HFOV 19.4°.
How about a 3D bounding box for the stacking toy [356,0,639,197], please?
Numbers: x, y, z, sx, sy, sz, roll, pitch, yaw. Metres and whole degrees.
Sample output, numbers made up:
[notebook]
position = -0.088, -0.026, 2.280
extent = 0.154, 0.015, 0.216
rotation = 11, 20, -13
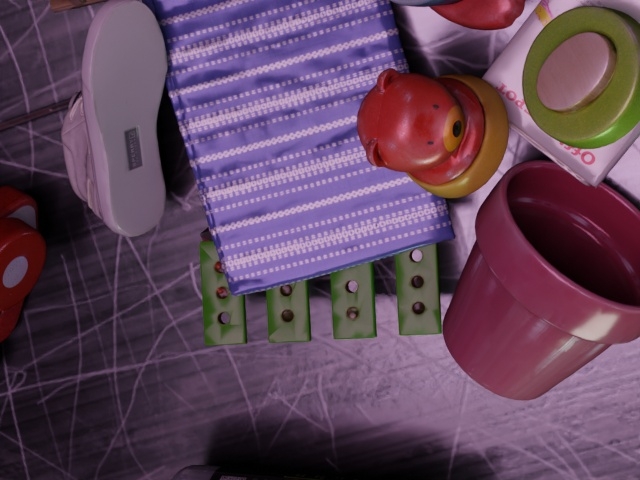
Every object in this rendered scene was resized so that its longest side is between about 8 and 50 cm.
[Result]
[stacking toy]
position = 0.153, -0.207, 1.723
extent = 0.279, 0.130, 0.309
rotation = -7, 79, 39

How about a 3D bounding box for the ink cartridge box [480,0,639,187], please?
[ink cartridge box]
position = 0.272, -0.181, 1.803
extent = 0.154, 0.093, 0.212
rotation = 38, 109, 3

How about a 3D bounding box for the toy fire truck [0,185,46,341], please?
[toy fire truck]
position = -0.416, 0.081, 1.962
extent = 0.169, 0.302, 0.254
rotation = 31, 138, 24

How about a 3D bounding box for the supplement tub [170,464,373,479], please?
[supplement tub]
position = -0.006, 0.341, 1.960
extent = 0.316, 0.193, 0.193
rotation = 3, 105, 14

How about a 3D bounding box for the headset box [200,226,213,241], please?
[headset box]
position = -0.083, 0.008, 1.976
extent = 0.083, 0.032, 0.062
rotation = -19, 99, 19

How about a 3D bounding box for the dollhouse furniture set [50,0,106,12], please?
[dollhouse furniture set]
position = -0.241, -0.371, 1.825
extent = 0.161, 0.212, 0.242
rotation = -10, 75, 18

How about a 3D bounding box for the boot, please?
[boot]
position = -0.223, -0.136, 1.911
extent = 0.123, 0.095, 0.258
rotation = 31, 129, 45

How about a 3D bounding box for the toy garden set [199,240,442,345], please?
[toy garden set]
position = 0.000, 0.000, 1.920
extent = 0.244, 0.049, 0.203
rotation = -3, 90, 11

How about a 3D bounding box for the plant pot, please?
[plant pot]
position = 0.218, 0.052, 1.838
extent = 0.201, 0.201, 0.180
rotation = 36, 126, 3

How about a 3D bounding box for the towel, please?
[towel]
position = -0.024, -0.131, 1.884
extent = 0.243, 0.040, 0.336
rotation = -16, 90, 9
